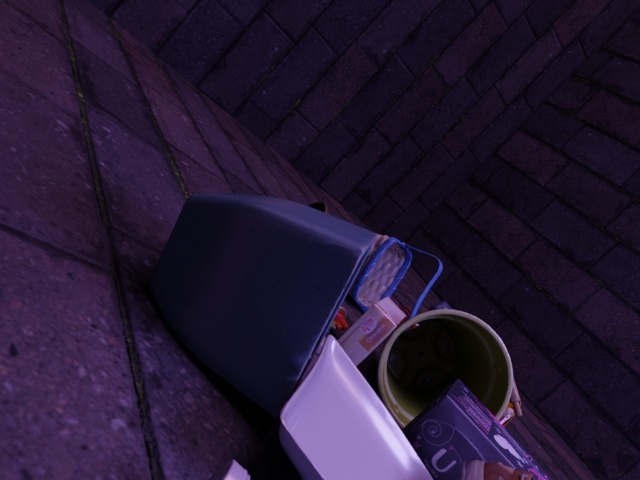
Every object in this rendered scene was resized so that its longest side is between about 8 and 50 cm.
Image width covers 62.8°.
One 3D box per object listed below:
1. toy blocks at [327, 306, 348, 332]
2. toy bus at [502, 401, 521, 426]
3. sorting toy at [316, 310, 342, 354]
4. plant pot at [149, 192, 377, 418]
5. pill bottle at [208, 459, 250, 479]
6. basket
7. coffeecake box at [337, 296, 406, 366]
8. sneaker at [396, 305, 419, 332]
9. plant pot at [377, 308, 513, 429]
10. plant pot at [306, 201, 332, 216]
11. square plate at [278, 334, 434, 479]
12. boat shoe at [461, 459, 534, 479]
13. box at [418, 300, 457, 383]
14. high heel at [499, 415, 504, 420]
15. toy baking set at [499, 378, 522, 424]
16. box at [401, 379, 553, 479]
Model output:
[{"bbox_3d":[0.020,0.170,1.196,0.123,0.054,0.148,37,12,-34],"label":"toy blocks"},{"bbox_3d":[0.471,0.459,1.602,0.220,0.149,0.211,44,-4,14],"label":"toy bus"},{"bbox_3d":[-0.087,0.075,1.060,0.255,0.089,0.257,37,13,-36],"label":"sorting toy"},{"bbox_3d":[-0.089,0.049,0.766,0.252,0.248,0.247,28,9,7],"label":"plant pot"},{"bbox_3d":[-0.041,0.270,0.451,0.160,0.087,0.087,44,10,0],"label":"pill bottle"},{"bbox_3d":[0.191,0.116,1.575,0.289,0.255,0.201,29,-3,33],"label":"basket"},{"bbox_3d":[0.108,0.203,1.160,0.068,0.142,0.185,46,11,12],"label":"coffeecake box"},{"bbox_3d":[0.297,0.305,1.723,0.093,0.088,0.225,62,-3,-39],"label":"sneaker"},{"bbox_3d":[0.249,0.279,1.182,0.276,0.276,0.254,44,-2,0],"label":"plant pot"},{"bbox_3d":[0.000,0.000,1.555,0.165,0.167,0.167,48,7,-27],"label":"plant pot"},{"bbox_3d":[0.072,0.316,0.694,0.347,0.049,0.344,55,11,2],"label":"square plate"},{"bbox_3d":[0.250,0.420,0.679,0.324,0.116,0.123,-68,145,-59],"label":"boat shoe"},{"bbox_3d":[0.325,0.305,1.388,0.059,0.233,0.183,-13,49,-34],"label":"box"},{"bbox_3d":[0.434,0.374,1.445,0.117,0.082,0.244,11,48,-10],"label":"high heel"},{"bbox_3d":[0.459,0.436,1.461,0.030,0.196,0.256,90,-9,-56],"label":"toy baking set"},{"bbox_3d":[0.262,0.399,0.913,0.247,0.163,0.142,47,14,19],"label":"box"}]
